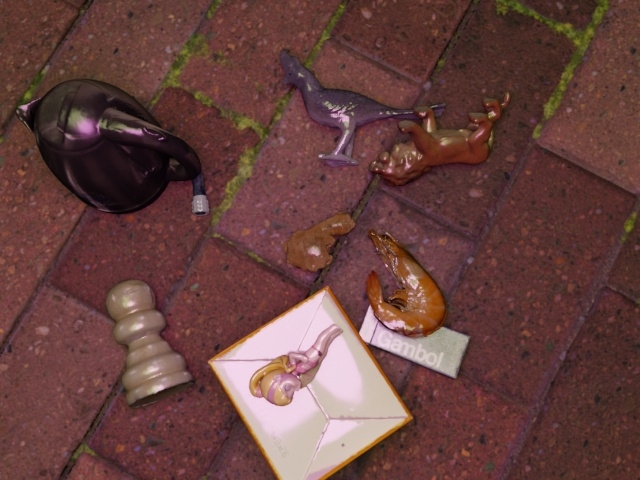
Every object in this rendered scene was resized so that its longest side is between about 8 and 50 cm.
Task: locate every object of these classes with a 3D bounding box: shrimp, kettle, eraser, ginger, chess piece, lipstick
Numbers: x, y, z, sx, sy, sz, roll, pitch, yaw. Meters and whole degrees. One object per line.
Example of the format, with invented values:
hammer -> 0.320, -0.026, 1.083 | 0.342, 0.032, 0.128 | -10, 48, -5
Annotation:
shrimp -> 0.153, 0.083, 1.461 | 0.150, 0.068, 0.249 | -15, 60, -21
kettle -> -0.384, -0.181, 1.404 | 0.320, 0.324, 0.228 | 15, 81, 4
eraser -> 0.184, 0.196, 1.467 | 0.212, 0.046, 0.092 | 20, 81, 4
ginger -> 0.003, 0.007, 1.493 | 0.165, 0.067, 0.096 | -31, 59, -4
chess piece -> -0.346, 0.190, 1.446 | 0.133, 0.133, 0.243 | -21, 76, -2
lipstick -> -0.253, -0.111, 1.538 | 0.037, 0.037, 0.116 | -7, 76, 0

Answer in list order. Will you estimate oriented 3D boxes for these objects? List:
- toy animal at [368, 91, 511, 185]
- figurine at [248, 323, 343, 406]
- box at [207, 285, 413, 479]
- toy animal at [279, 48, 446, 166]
toy animal -> 0.249, -0.194, 1.505 | 0.312, 0.158, 0.097 | -10, 37, -7
figurine -> -0.038, 0.207, 1.249 | 0.083, 0.083, 0.187 | 44, 89, 8
box -> -0.018, 0.278, 1.375 | 0.259, 0.214, 0.284 | -32, 82, -7
toy animal -> 0.060, -0.250, 1.530 | 0.366, 0.081, 0.206 | 19, 83, 0
